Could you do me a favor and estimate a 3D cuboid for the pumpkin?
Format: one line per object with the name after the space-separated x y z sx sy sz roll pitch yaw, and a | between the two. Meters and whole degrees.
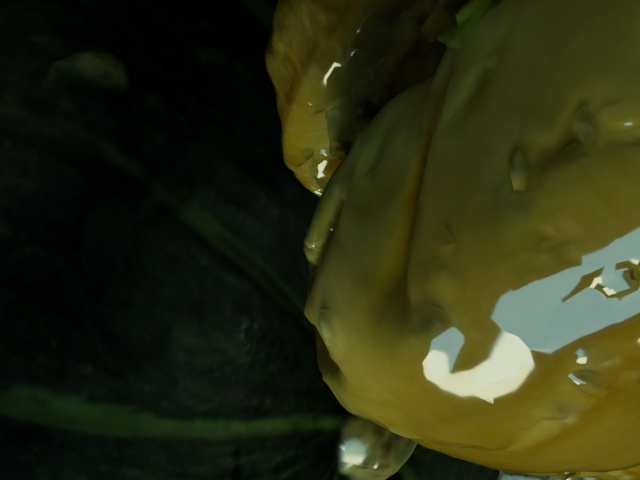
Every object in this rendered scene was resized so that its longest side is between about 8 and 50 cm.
-0.069 0.035 0.680 0.241 0.323 0.323 6 175 32 | pumpkin

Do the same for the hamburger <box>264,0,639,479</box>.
0.142 -0.049 0.522 0.319 0.158 0.318 -18 156 -8 | hamburger
